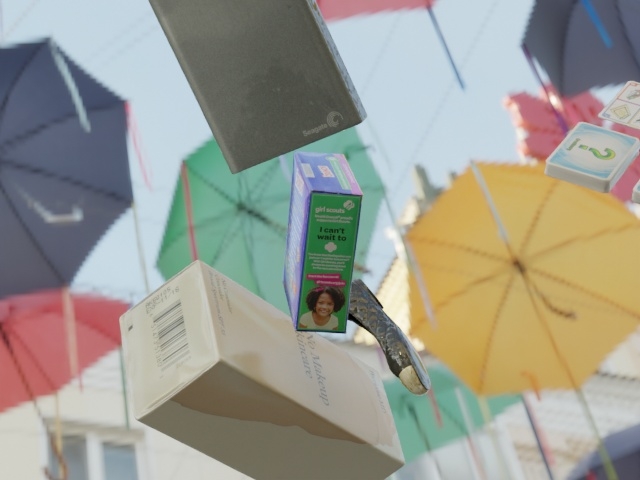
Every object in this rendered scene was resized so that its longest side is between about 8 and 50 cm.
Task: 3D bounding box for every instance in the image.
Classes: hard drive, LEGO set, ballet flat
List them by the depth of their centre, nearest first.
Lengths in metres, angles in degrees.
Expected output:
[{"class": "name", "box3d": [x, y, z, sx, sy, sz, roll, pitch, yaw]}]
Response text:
[{"class": "hard drive", "box3d": [-0.040, -0.118, 0.954, 0.094, 0.022, 0.135, -20, -77, 22]}, {"class": "LEGO set", "box3d": [0.299, -0.092, 1.170, 0.182, 0.244, 0.060, 20, -54, 22]}, {"class": "ballet flat", "box3d": [0.062, 0.104, 1.594, 0.049, 0.173, 0.057, -38, -44, 0]}]

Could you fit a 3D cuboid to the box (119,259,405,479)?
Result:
[{"class": "box", "box3d": [-0.059, 0.164, 1.668, 0.121, 0.148, 0.311, -36, -44, 21]}]

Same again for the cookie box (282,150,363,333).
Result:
[{"class": "cookie box", "box3d": [0.000, 0.000, 1.123, 0.040, 0.092, 0.107, 2, -69, -9]}]
